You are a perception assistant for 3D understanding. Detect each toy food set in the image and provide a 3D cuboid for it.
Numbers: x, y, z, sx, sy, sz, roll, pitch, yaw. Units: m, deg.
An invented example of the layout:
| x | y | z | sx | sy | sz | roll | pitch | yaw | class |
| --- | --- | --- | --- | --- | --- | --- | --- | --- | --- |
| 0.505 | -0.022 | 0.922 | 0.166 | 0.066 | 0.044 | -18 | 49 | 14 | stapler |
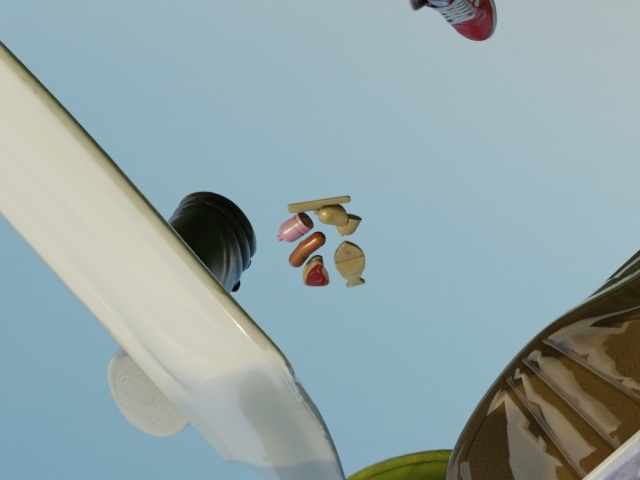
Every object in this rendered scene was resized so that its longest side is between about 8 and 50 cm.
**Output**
| x | y | z | sx | sy | sz | roll | pitch | yaw | class |
| --- | --- | --- | --- | --- | --- | --- | --- | --- | --- |
| 0.000 | 0.000 | 1.419 | 0.078 | 0.122 | 0.019 | -9 | -131 | -4 | toy food set |

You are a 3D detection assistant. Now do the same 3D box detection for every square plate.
| x | y | z | sx | sy | sz | roll | pitch | yaw | class |
| --- | --- | --- | --- | --- | --- | --- | --- | --- | --- |
| -0.125 | -0.009 | 0.800 | 0.347 | 0.049 | 0.344 | 46 | 171 | 16 | square plate |

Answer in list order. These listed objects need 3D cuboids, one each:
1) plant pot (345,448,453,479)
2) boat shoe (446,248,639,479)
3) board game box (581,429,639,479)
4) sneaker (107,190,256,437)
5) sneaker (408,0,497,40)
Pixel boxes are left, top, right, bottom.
| x | y | z | sx | sy | sz | roll | pitch | yaw | class |
| --- | --- | --- | --- | --- | --- | --- | --- | --- | --- |
| 0.089 | 0.398 | 1.246 | 0.366 | 0.366 | 0.353 | 27 | -163 | 6 | plant pot |
| 0.215 | 0.055 | 0.898 | 0.122 | 0.341 | 0.110 | 49 | -166 | 11 | boat shoe |
| 0.263 | 0.215 | 0.619 | 0.390 | 0.390 | 0.050 | 51 | -163 | 17 | board game box |
| -0.132 | 0.074 | 1.604 | 0.104 | 0.296 | 0.147 | 26 | -134 | 10 | sneaker |
| 0.096 | -0.177 | 1.167 | 0.118 | 0.042 | 0.067 | 54 | -150 | -38 | sneaker |
